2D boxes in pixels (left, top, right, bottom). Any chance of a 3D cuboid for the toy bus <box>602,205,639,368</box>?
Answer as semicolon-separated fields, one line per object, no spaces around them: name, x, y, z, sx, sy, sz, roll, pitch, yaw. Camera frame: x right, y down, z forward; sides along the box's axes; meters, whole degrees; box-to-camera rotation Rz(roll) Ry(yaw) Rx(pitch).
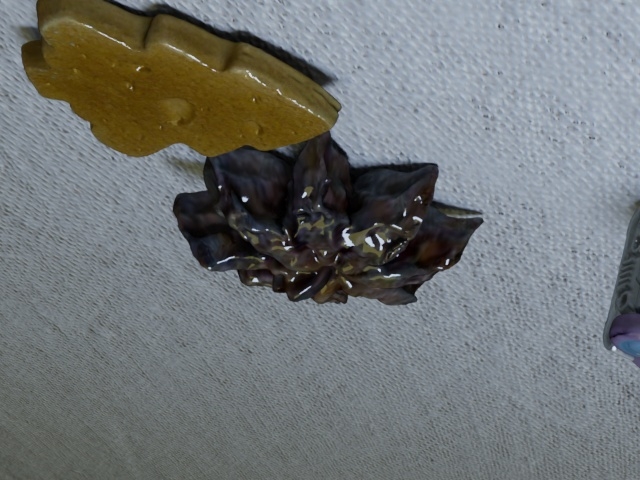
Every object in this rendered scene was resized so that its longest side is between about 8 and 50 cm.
toy bus;0.309;0.028;1.395;0.142;0.142;0.202;24;160;-16

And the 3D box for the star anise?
star anise;-0.001;0.000;1.578;0.236;0.109;0.223;0;162;29

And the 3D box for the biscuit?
biscuit;-0.100;-0.114;1.406;0.238;0.041;0.212;9;155;13
